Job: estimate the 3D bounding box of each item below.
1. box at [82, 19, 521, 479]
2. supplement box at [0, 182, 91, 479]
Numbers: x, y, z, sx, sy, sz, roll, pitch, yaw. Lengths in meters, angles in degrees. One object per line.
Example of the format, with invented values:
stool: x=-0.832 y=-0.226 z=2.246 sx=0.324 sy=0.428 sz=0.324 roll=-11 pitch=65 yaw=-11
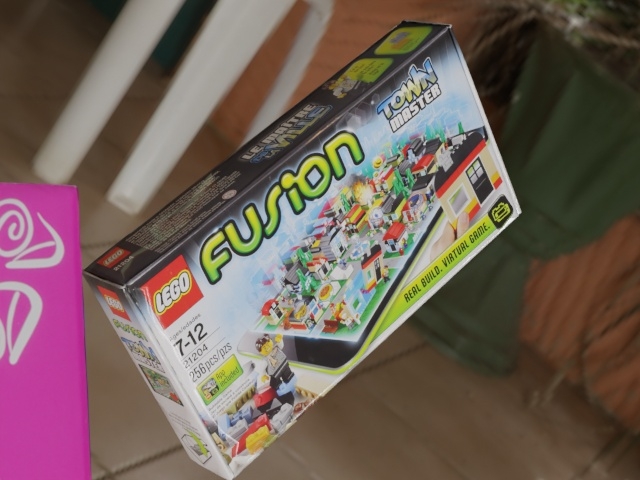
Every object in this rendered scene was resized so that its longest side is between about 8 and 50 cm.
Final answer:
box: x=0.000 y=0.000 z=0.631 sx=0.036 sy=0.207 sz=0.114 roll=17 pitch=-40 yaw=49
supplement box: x=-0.158 y=0.054 z=0.431 sx=0.114 sy=0.111 sz=0.220 roll=1 pitch=-10 yaw=-26
